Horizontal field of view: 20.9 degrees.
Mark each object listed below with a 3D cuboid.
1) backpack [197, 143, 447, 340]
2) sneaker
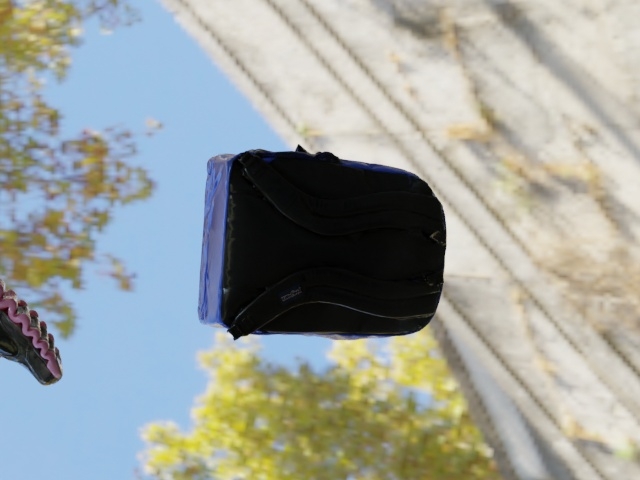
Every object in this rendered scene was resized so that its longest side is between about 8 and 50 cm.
[{"bbox_3d":[0.000,0.000,0.895,0.120,0.101,0.098,3,-85,-15],"label":"backpack"},{"bbox_3d":[-0.206,0.049,1.040,0.057,0.047,0.119,-44,-82,-1],"label":"sneaker"}]
